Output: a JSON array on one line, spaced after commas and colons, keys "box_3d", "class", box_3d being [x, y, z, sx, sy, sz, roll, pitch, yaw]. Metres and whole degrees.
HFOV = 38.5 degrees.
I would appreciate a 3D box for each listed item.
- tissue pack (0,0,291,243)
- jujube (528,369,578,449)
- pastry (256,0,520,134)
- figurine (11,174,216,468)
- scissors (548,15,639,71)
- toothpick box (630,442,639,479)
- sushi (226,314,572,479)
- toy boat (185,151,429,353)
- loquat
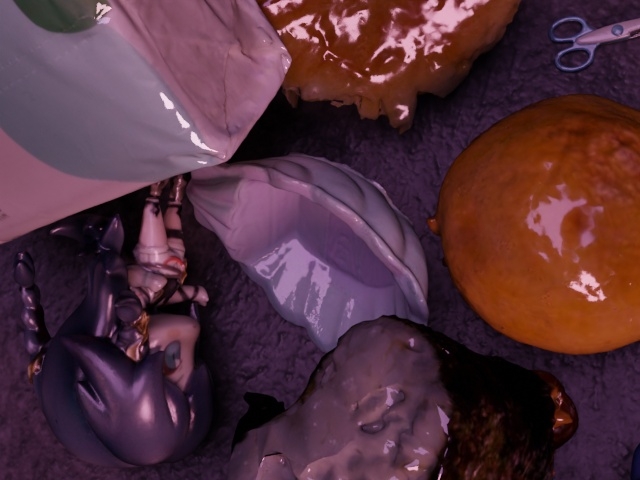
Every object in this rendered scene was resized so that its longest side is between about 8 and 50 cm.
[{"box_3d": [-0.243, -0.159, 0.785, 0.357, 0.266, 0.194, -17, 28, 35], "class": "tissue pack"}, {"box_3d": [0.165, 0.168, 0.818, 0.129, 0.077, 0.077, -35, 72, 16], "class": "jujube"}, {"box_3d": [0.050, -0.274, 0.836, 0.330, 0.329, 0.136, -26, 33, 7], "class": "pastry"}, {"box_3d": [-0.184, 0.080, 0.866, 0.197, 0.175, 0.265, -23, 70, 36], "class": "figurine"}, {"box_3d": [0.286, -0.204, 0.896, 0.119, 0.014, 0.058, -13, 76, 14], "class": "scissors"}, {"box_3d": [0.301, 0.323, 0.676, 0.263, 0.263, 0.354, -3, 77, 13], "class": "toothpick box"}, {"box_3d": [0.036, 0.225, 0.750, 0.348, 0.208, 0.234, -58, 39, 9], "class": "sushi"}, {"box_3d": [0.000, 0.000, 0.855, 0.290, 0.199, 0.100, 33, 51, 22], "class": "toy boat"}, {"box_3d": [0.216, -0.015, 0.781, 0.238, 0.193, 0.238, -1, 85, 15], "class": "loquat"}]
